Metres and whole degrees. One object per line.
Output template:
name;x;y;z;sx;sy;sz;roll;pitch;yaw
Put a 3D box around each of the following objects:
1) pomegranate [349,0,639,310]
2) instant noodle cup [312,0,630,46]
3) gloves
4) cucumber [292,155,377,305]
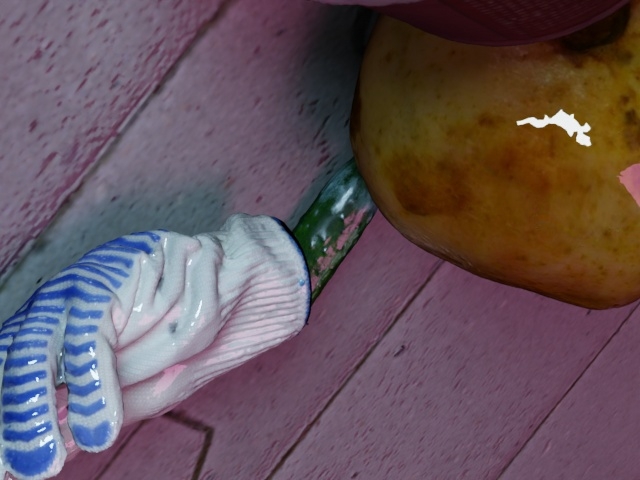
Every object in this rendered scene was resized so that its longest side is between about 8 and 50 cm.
pomegranate;0.121;-0.064;0.817;0.215;0.215;0.215;-33;146;-26
instant noodle cup;0.053;-0.180;0.589;0.235;0.234;0.178;-54;159;6
gloves;-0.103;0.058;0.758;0.229;0.097;0.119;-35;151;-38
cucumber;0.000;0.000;0.889;0.155;0.037;0.037;-57;149;11
